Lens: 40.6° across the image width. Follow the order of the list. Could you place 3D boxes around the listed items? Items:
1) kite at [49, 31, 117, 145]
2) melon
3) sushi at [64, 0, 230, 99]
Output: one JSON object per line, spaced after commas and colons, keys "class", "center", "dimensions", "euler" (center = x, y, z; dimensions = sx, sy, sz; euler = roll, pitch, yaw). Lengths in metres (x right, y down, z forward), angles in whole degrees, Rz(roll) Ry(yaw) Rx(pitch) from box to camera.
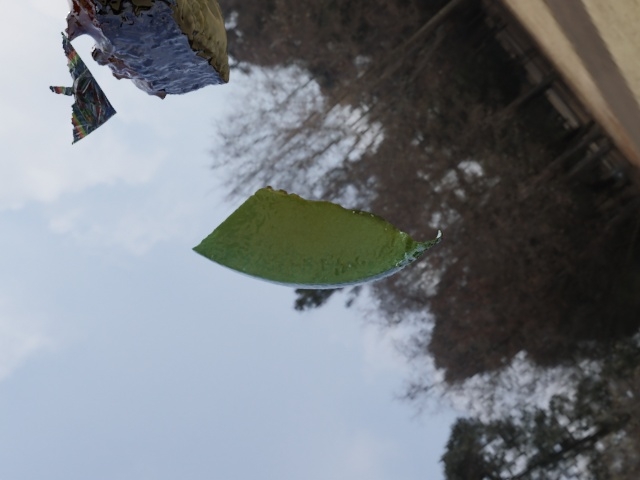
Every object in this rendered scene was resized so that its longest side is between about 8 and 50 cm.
{"class": "kite", "center": [-0.227, -0.138, 0.824], "dimensions": [0.090, 0.122, 0.004], "euler": [21, -141, 26]}
{"class": "melon", "center": [0.001, 0.000, 0.868], "dimensions": [0.053, 0.262, 0.114], "euler": [50, -128, -52]}
{"class": "sushi", "center": [-0.247, -0.336, 1.297], "dimensions": [0.343, 0.182, 0.196], "euler": [50, -144, -77]}
